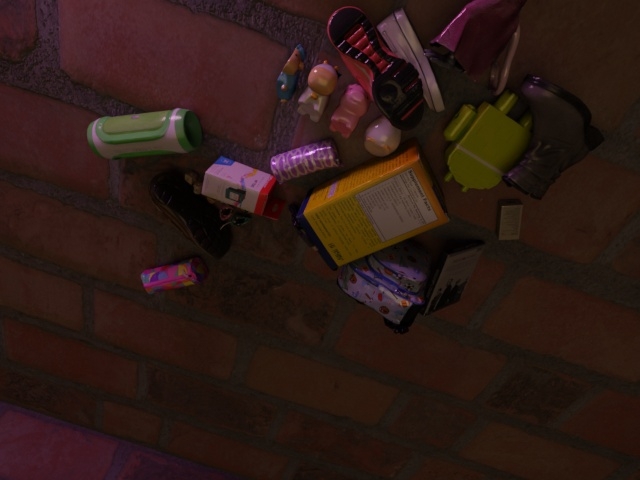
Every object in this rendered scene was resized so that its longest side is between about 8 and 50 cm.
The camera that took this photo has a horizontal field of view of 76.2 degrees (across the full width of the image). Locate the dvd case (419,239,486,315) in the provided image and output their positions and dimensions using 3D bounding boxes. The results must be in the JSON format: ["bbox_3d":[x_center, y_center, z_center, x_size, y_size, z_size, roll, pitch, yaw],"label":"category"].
[{"bbox_3d":[0.407,0.117,1.265,0.179,0.029,0.238,-13,129,-33],"label":"dvd case"}]

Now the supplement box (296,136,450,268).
[{"bbox_3d":[0.146,-0.101,1.139,0.357,0.195,0.194,-23,114,22],"label":"supplement box"}]

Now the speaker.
[{"bbox_3d":[-0.499,-0.301,1.164,0.297,0.131,0.131,-3,121,11],"label":"speaker"}]

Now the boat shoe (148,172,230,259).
[{"bbox_3d":[-0.420,-0.076,1.310,0.120,0.122,0.324,-7,126,50],"label":"boat shoe"}]

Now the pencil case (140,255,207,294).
[{"bbox_3d":[-0.520,0.126,1.449,0.237,0.104,0.104,-15,118,19],"label":"pencil case"}]

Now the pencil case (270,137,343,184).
[{"bbox_3d":[-0.040,-0.225,1.165,0.206,0.086,0.088,-11,142,17],"label":"pencil case"}]

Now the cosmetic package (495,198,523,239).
[{"bbox_3d":[0.549,-0.060,1.189,0.060,0.041,0.115,-2,121,10],"label":"cosmetic package"}]

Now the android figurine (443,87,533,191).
[{"bbox_3d":[0.439,-0.247,1.070,0.248,0.056,0.272,24,120,-15],"label":"android figurine"}]

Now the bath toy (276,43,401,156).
[{"bbox_3d":[0.066,-0.352,1.048,0.348,0.151,0.129,30,78,-8],"label":"bath toy"}]

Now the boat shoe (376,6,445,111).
[{"bbox_3d":[0.223,-0.424,0.999,0.084,0.095,0.258,-23,105,26],"label":"boat shoe"}]

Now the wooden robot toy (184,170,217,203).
[{"bbox_3d":[-0.347,-0.144,1.273,0.173,0.076,0.079,24,133,-5],"label":"wooden robot toy"}]

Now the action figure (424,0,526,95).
[{"bbox_3d":[0.387,-0.505,0.821,0.276,0.248,0.370,30,124,-10],"label":"action figure"}]

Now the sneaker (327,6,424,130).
[{"bbox_3d":[0.142,-0.405,0.975,0.116,0.136,0.313,-36,97,12],"label":"sneaker"}]

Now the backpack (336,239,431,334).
[{"bbox_3d":[0.194,0.103,1.229,0.264,0.276,0.213,21,117,12],"label":"backpack"}]

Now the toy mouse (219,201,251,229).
[{"bbox_3d":[-0.272,-0.085,1.286,0.143,0.031,0.161,-38,146,25],"label":"toy mouse"}]

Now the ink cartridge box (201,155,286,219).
[{"bbox_3d":[-0.213,-0.154,1.203,0.231,0.134,0.078,20,122,-4],"label":"ink cartridge box"}]

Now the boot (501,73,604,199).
[{"bbox_3d":[0.521,-0.222,0.973,0.338,0.118,0.222,23,116,-35],"label":"boot"}]

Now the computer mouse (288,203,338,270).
[{"bbox_3d":[0.000,0.000,1.244,0.060,0.184,0.262,-34,111,7],"label":"computer mouse"}]
